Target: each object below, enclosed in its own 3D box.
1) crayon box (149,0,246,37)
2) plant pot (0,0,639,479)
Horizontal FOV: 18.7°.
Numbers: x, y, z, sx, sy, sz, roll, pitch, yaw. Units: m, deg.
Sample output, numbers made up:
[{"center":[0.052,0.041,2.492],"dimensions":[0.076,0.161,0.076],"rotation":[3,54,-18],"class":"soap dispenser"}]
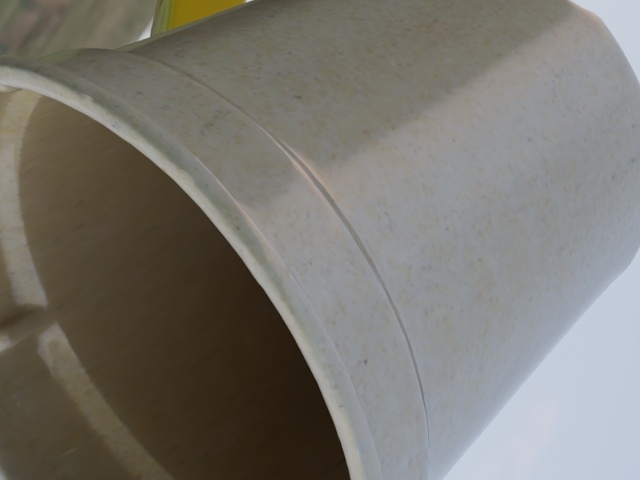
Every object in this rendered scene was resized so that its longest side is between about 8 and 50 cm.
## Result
[{"center":[-0.138,-0.132,1.991],"dimensions":[0.202,0.081,0.318],"rotation":[130,-34,-72],"class":"crayon box"},{"center":[0.000,0.000,0.997],"dimensions":[0.305,0.334,0.334],"rotation":[-35,179,-36],"class":"plant pot"}]
